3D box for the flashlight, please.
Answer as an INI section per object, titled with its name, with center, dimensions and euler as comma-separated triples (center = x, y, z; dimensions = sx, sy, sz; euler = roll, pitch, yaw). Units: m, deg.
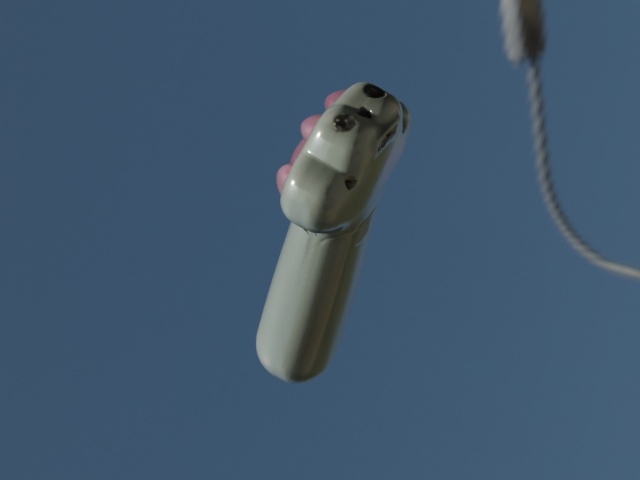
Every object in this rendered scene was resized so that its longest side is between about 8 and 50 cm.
[flashlight]
center = 0.000, 0.000, 0.973
dimensions = 0.093, 0.047, 0.200
euler = -49, -18, -40
